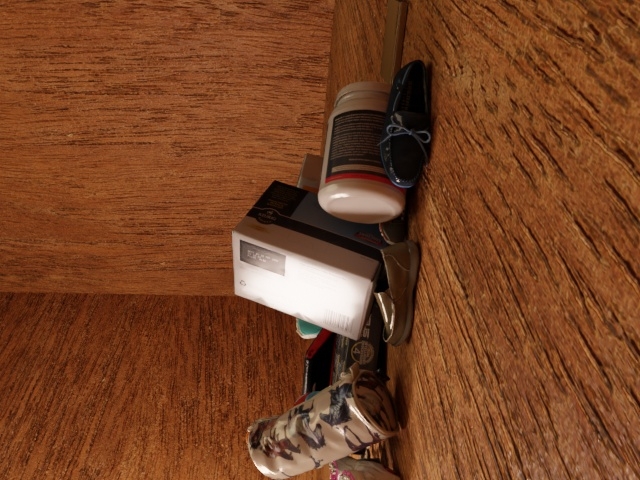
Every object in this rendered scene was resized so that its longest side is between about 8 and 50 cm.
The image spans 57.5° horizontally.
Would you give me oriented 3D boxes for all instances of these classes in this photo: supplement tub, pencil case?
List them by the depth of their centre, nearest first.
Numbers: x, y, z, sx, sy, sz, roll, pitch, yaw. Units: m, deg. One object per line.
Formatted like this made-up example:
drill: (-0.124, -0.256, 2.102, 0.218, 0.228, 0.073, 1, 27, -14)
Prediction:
supplement tub: (0.102, -0.191, 1.292, 0.191, 0.191, 0.272, 108, 170, -71)
pencil case: (-0.005, 0.452, 1.429, 0.160, 0.410, 0.183, -5, -115, -56)

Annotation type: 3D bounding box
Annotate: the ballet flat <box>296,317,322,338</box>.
ballet flat: (0.025, 0.168, 2.049, 0.147, 0.147, 0.408, 103, -177, -65)

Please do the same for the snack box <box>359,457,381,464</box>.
snack box: (0.138, 0.721, 1.432, 0.322, 0.060, 0.187, -101, 14, -67)

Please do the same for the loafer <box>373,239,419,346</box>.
loafer: (0.155, 0.115, 1.272, 0.094, 0.087, 0.251, -104, 16, -70)

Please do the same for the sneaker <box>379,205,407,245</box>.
sneaker: (0.170, -0.065, 1.337, 0.065, 0.061, 0.157, 115, 156, -61)

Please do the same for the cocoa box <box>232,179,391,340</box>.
cocoa box: (-0.013, 0.042, 1.443, 0.228, 0.347, 0.231, -59, -17, -44)

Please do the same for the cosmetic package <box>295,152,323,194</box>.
cosmetic package: (0.000, 0.000, 1.710, 0.161, 0.230, 0.453, -81, 7, -56)

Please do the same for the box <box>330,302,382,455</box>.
box: (0.090, 0.360, 1.654, 0.318, 0.097, 0.394, 116, 161, -87)

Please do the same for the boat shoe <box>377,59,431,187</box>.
boat shoe: (0.168, -0.239, 1.166, 0.089, 0.109, 0.258, 132, 138, -76)

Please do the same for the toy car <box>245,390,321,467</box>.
toy car: (-0.096, 0.545, 1.683, 0.219, 0.238, 0.210, 97, 174, -64)

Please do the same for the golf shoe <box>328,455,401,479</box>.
golf shoe: (0.101, 0.582, 1.404, 0.306, 0.140, 0.115, 149, 117, -77)

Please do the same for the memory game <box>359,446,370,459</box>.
memory game: (0.124, 0.554, 1.638, 0.186, 0.012, 0.186, -176, 90, -86)

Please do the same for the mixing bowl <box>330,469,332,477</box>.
mixing bowl: (0.085, 0.776, 1.770, 0.181, 0.098, 0.181, -178, 90, -84)

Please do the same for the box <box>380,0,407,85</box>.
box: (0.185, -0.509, 1.490, 0.164, 0.021, 0.201, -99, 12, -63)

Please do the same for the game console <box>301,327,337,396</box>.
game console: (0.021, 0.409, 1.931, 0.342, 0.060, 0.386, -44, -33, -47)
